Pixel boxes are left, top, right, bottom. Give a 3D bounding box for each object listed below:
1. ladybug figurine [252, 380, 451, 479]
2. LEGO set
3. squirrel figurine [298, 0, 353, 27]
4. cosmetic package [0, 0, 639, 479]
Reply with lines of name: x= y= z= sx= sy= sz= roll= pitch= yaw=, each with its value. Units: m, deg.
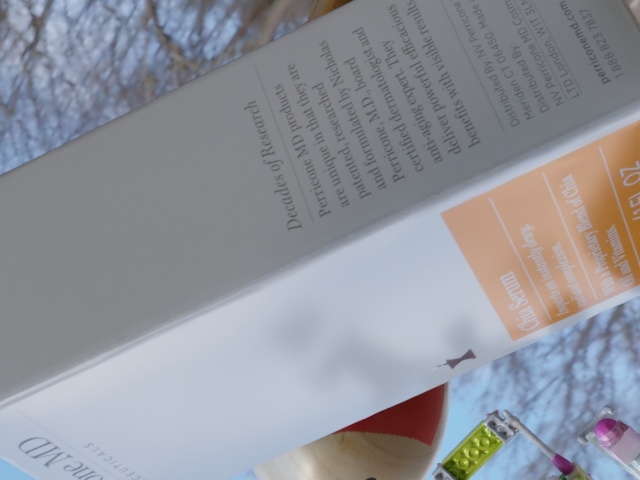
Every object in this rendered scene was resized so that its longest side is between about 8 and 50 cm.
ladybug figurine: x=0.019 y=0.164 z=1.903 sx=0.305 sy=0.162 sz=0.449 roll=-9 pitch=-118 yaw=9
LEGO set: x=0.113 y=0.227 z=1.022 sx=0.107 sy=0.132 sz=0.287 roll=42 pitch=-100 yaw=-4
squirrel figurine: x=0.111 y=-0.062 z=1.427 sx=0.370 sy=0.281 sz=0.397 roll=28 pitch=-143 yaw=-12
cosmetic package: x=0.000 y=0.000 z=0.902 sx=0.230 sy=0.453 sz=0.161 roll=52 pitch=-164 yaw=-57
